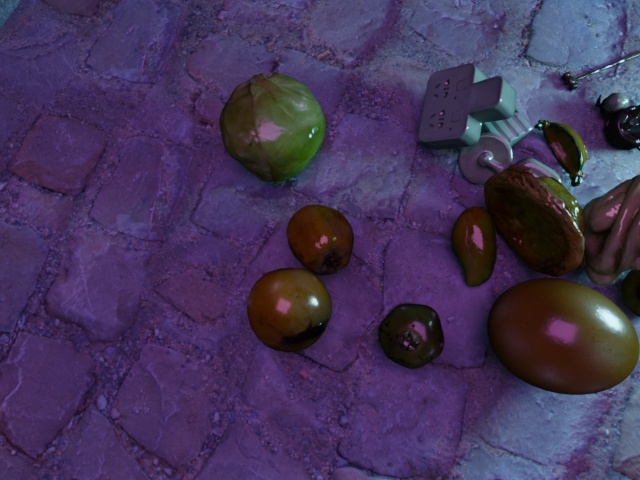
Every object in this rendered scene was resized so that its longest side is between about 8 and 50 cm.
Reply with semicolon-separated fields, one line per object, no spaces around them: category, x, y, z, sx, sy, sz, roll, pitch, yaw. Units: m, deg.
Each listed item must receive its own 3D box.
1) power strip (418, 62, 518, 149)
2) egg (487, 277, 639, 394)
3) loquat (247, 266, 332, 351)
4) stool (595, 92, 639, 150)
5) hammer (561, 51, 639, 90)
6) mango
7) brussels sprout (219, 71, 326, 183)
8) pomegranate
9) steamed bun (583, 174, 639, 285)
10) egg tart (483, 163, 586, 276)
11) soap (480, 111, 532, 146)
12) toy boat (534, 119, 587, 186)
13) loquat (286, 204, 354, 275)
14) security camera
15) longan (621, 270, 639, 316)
power strip;0.443;-0.391;1.325;0.261;0.141;0.229;4;83;48
egg;0.602;0.239;1.129;0.352;0.282;0.282;13;77;5
loquat;-0.083;0.184;1.210;0.236;0.235;0.234;-1;76;3
stool;0.928;-0.368;1.351;0.125;0.121;0.217;-27;81;-2
hammer;0.920;-0.561;1.447;0.293;0.029;0.058;-23;78;-5
mango;0.439;0.017;1.285;0.126;0.111;0.232;2;88;15
brussels sprout;-0.146;-0.328;1.337;0.329;0.247;0.327;0;60;0
pomegranate;0.238;0.251;1.184;0.180;0.210;0.179;-2;83;17
steamed bun;0.841;-0.050;1.162;0.373;0.325;0.230;-30;77;20
egg tart;0.581;-0.061;1.184;0.129;0.341;0.341;-30;76;-3
soap;0.544;-0.381;1.397;0.119;0.066;0.197;-31;76;-5
toy boat;0.734;-0.273;1.349;0.088;0.089;0.229;-25;79;-18
loquat;0.000;0.000;1.267;0.188;0.175;0.234;-7;51;-24
security camera;0.548;-0.201;1.323;0.302;0.080;0.157;35;112;10
longan;0.909;0.138;1.219;0.145;0.176;0.154;38;120;40
